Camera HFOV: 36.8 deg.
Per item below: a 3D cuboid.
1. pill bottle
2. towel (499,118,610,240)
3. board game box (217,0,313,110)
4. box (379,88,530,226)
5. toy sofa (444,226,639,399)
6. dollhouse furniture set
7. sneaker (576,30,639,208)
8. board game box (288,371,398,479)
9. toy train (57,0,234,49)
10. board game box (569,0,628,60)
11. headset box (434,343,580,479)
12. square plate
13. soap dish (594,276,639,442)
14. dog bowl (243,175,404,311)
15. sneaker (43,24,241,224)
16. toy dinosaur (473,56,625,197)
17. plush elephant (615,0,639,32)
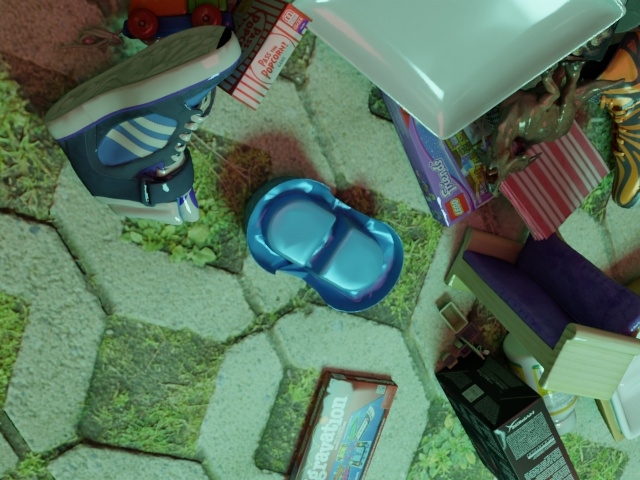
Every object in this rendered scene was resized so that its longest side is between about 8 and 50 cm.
[{"bbox_3d":[0.427,0.269,1.836,0.117,0.117,0.208,-27,117,-12],"label":"pill bottle"},{"bbox_3d":[0.400,-0.112,1.655,0.197,0.029,0.144,-44,108,-16],"label":"towel"},{"bbox_3d":[-0.099,-0.274,1.358,0.045,0.193,0.147,30,95,-30],"label":"board game box"},{"bbox_3d":[0.233,-0.195,1.607,0.201,0.057,0.293,-32,119,-11],"label":"box"},{"bbox_3d":[0.372,0.092,1.605,0.150,0.362,0.177,14,110,-27],"label":"toy sofa"},{"bbox_3d":[0.250,0.179,1.746,0.091,0.081,0.114,-42,120,-3],"label":"dollhouse furniture set"},{"bbox_3d":[0.525,-0.217,1.697,0.180,0.124,0.321,8,111,-6],"label":"sneaker"},{"bbox_3d":[0.033,0.379,1.763,0.145,0.027,0.281,12,105,-25],"label":"board game box"},{"bbox_3d":[-0.249,-0.346,1.333,0.248,0.105,0.143,-4,96,-1],"label":"toy train"},{"bbox_3d":[0.325,-0.354,1.444,0.243,0.165,0.042,11,64,5],"label":"board game box"},{"bbox_3d":[0.356,0.369,1.787,0.110,0.218,0.293,-34,118,-8],"label":"headset box"},{"bbox_3d":[0.191,-0.337,1.367,0.344,0.049,0.347,35,128,-28],"label":"square plate"},{"bbox_3d":[0.624,0.227,1.904,0.229,0.118,0.291,-32,118,-9],"label":"soap dish"},{"bbox_3d":[0.000,0.000,1.576,0.297,0.074,0.166,30,96,-30],"label":"dog bowl"},{"bbox_3d":[-0.198,-0.138,1.324,0.322,0.130,0.236,-19,124,25],"label":"sneaker"},{"bbox_3d":[0.351,-0.194,1.561,0.295,0.127,0.200,-16,114,-25],"label":"toy dinosaur"},{"bbox_3d":[0.449,-0.470,1.498,0.330,0.255,0.272,7,154,13],"label":"plush elephant"}]
